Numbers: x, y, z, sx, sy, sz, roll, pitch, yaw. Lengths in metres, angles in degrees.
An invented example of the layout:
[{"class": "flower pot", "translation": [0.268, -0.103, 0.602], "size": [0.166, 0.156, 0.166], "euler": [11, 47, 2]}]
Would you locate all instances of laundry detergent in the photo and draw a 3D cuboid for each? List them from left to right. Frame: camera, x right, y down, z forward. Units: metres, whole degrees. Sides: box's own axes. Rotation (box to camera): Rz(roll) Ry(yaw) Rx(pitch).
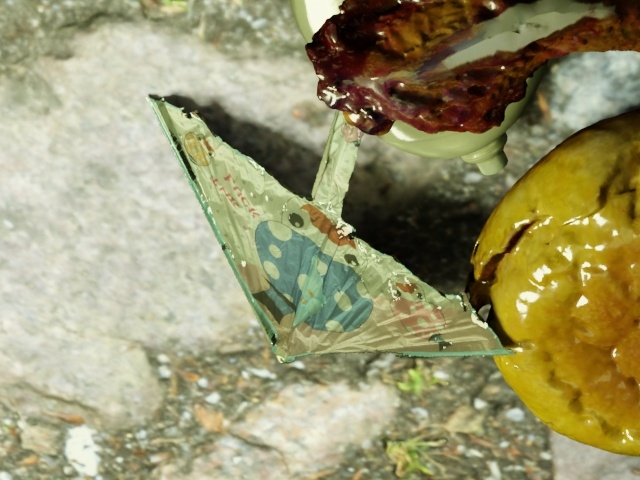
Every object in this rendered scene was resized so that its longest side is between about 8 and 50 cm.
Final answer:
[{"class": "laundry detergent", "translation": [0.093, -0.165, 1.471], "size": [0.181, 0.091, 0.253], "euler": [-28, 112, 11]}]

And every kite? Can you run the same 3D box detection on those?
[{"class": "kite", "translation": [0.000, 0.000, 1.556], "size": [0.406, 0.014, 0.368], "euler": [35, 141, 16]}]

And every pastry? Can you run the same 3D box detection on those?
[{"class": "pastry", "translation": [0.304, 0.045, 1.515], "size": [0.356, 0.164, 0.356], "euler": [3, 120, 5]}]

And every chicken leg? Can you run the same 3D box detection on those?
[{"class": "chicken leg", "translation": [0.188, -0.161, 1.393], "size": [0.407, 0.096, 0.158], "euler": [-3, 107, -16]}]
